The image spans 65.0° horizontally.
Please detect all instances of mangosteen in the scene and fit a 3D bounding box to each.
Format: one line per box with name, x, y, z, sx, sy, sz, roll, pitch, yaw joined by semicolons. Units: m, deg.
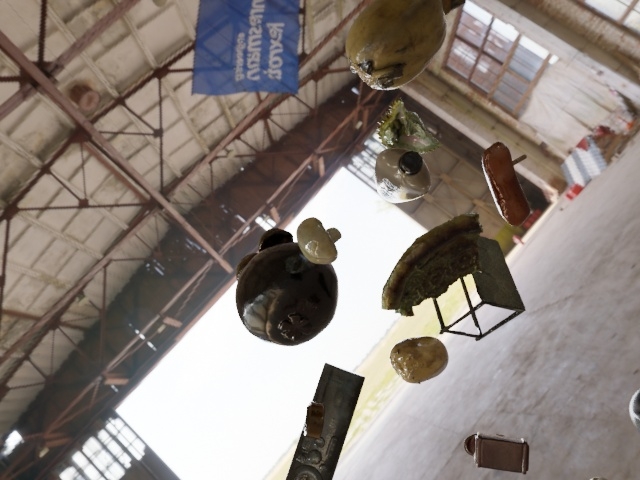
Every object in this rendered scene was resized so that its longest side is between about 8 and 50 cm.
mangosteen;-0.125;0.161;1.785;0.383;0.435;0.381;-9;-52;-11

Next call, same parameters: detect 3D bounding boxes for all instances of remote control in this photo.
remote control;-0.002;0.487;1.187;0.044;0.107;0.377;41;-113;-69

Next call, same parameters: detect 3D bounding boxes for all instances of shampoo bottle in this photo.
shampoo bottle;0.170;-0.136;1.055;0.078;0.127;0.257;-49;-4;-6

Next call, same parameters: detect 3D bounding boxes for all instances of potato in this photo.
potato;0.287;0.346;1.435;0.162;0.128;0.234;-21;-29;8

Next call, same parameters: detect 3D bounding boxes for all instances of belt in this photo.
belt;-0.014;0.358;1.001;0.083;0.036;0.059;-86;11;-72

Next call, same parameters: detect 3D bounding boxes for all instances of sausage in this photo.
sausage;0.571;-0.171;1.560;0.089;0.300;0.083;-30;25;2

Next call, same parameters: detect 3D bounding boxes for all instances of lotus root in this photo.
lotus root;0.189;-0.458;1.083;0.310;0.183;0.183;-43;-14;-6

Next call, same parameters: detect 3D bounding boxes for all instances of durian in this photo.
durian;0.308;-0.411;1.855;0.172;0.166;0.306;-53;-42;-3

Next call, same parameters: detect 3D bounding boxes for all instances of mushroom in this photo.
mushroom;0.000;0.000;1.430;0.123;0.154;0.154;-26;-18;-11

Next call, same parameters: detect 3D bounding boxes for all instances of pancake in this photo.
pancake;0.372;0.098;1.647;0.427;0.067;0.304;-34;-53;1

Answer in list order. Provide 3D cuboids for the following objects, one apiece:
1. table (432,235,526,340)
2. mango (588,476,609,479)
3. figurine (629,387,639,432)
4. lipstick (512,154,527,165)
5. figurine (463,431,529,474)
table;0.604;0.188;2.042;0.223;0.334;0.272;13;-42;-25
mango;0.744;0.682;1.308;0.085;0.122;0.191;-41;-26;15
figurine;0.819;0.431;1.112;0.175;0.197;0.265;-40;17;2
lipstick;0.711;-0.287;1.832;0.094;0.019;0.019;-28;-18;-12
figurine;0.446;0.524;1.278;0.098;0.155;0.082;-18;-71;-71
